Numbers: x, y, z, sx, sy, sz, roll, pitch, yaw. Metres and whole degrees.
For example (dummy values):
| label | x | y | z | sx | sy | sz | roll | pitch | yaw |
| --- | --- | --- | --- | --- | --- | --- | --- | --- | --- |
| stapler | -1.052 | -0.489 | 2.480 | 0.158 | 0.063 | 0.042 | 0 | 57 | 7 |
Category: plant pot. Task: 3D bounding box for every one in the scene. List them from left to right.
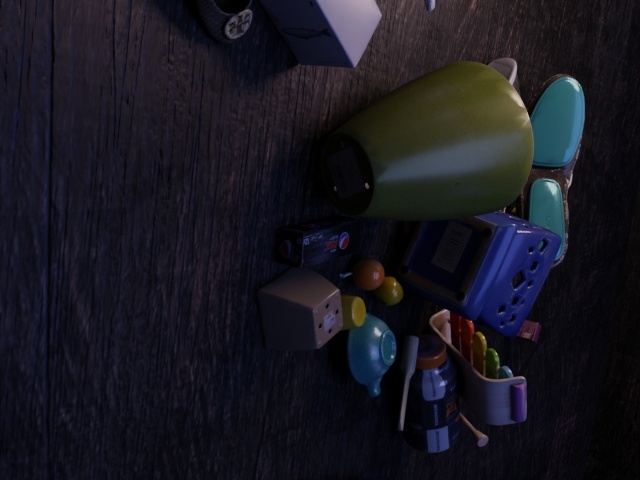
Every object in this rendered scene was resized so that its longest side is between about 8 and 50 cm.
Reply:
| label | x | y | z | sx | sy | sz | roll | pitch | yaw |
| --- | --- | --- | --- | --- | --- | --- | --- | --- | --- |
| plant pot | -0.025 | 0.112 | 1.173 | 0.109 | 0.096 | 0.109 | -35 | 127 | -45 |
| plant pot | 0.152 | -0.140 | 1.239 | 0.294 | 0.275 | 0.274 | -20 | 117 | -34 |
| plant pot | 0.300 | 0.039 | 1.486 | 0.212 | 0.236 | 0.235 | 17 | 98 | -50 |

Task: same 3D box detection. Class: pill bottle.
| label | x | y | z | sx | sy | sz | roll | pitch | yaw |
| --- | --- | --- | --- | --- | --- | --- | --- | --- | --- |
| pill bottle | 0.229 | 0.321 | 1.582 | 0.130 | 0.131 | 0.245 | -40 | 131 | -43 |

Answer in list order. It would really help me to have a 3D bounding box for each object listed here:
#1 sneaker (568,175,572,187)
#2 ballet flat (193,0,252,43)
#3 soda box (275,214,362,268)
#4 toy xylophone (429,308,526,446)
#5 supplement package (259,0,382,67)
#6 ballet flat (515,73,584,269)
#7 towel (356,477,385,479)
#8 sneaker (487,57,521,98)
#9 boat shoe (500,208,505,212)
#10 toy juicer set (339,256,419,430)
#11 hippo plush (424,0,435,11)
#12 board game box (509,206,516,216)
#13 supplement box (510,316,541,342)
| label | x | y | z | sx | sy | sz | roll | pitch | yaw |
| --- | --- | --- | --- | --- | --- | --- | --- | --- | --- |
| sneaker | 0.612 | -0.239 | 2.003 | 0.122 | 0.110 | 0.282 | 31 | 65 | -39 |
| ballet flat | -0.110 | -0.337 | 0.883 | 0.084 | 0.058 | 0.249 | -42 | 152 | -31 |
| soda box | 0.000 | 0.000 | 1.211 | 0.169 | 0.053 | 0.060 | -15 | 113 | -52 |
| toy xylophone | 0.326 | 0.293 | 1.620 | 0.081 | 0.322 | 0.236 | -16 | 127 | -15 |
| supplement package | -0.006 | -0.343 | 1.045 | 0.179 | 0.105 | 0.105 | 49 | 60 | -49 |
| ballet flat | 0.545 | -0.163 | 1.854 | 0.182 | 0.164 | 0.482 | 165 | -69 | -85 |
| towel | 0.010 | 0.563 | 1.403 | 0.308 | 0.076 | 0.227 | 18 | 92 | -57 |
| sneaker | 0.382 | -0.255 | 1.638 | 0.295 | 0.105 | 0.147 | -61 | 138 | -30 |
| boat shoe | 0.443 | -0.116 | 1.803 | 0.068 | 0.072 | 0.189 | 22 | 82 | -56 |
| toy juicer set | 0.101 | 0.176 | 1.399 | 0.329 | 0.090 | 0.209 | 63 | 37 | -33 |
| hippo plush | 0.133 | -0.566 | 1.140 | 0.237 | 0.234 | 0.294 | 5 | 140 | -39 |
| board game box | 0.525 | -0.031 | 1.977 | 0.181 | 0.043 | 0.092 | -42 | 133 | -41 |
| supplement box | 0.577 | 0.253 | 2.109 | 0.043 | 0.083 | 0.054 | 32 | 75 | -54 |
